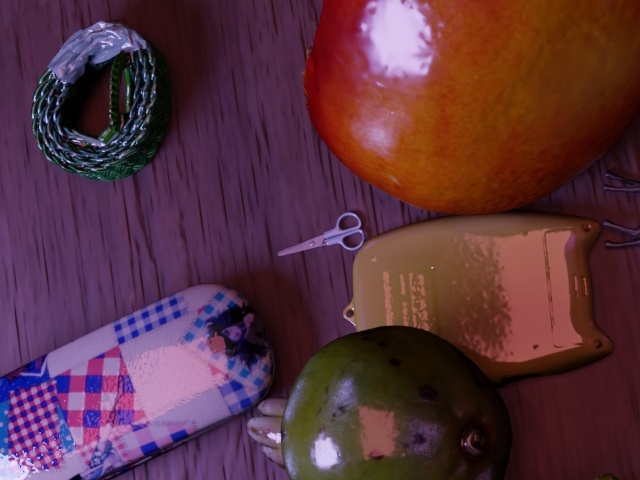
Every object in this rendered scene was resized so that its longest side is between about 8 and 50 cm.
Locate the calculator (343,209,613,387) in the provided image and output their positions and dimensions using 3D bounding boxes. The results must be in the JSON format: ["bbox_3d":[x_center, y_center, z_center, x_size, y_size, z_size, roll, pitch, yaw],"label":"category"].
[{"bbox_3d":[0.134,0.052,1.656,0.237,0.033,0.157,-8,82,13],"label":"calculator"}]

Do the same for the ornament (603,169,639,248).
[{"bbox_3d":[0.309,-0.031,1.635,0.125,0.028,0.073,-3,80,13],"label":"ornament"}]

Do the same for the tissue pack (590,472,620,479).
[{"bbox_3d":[0.211,0.353,1.524,0.200,0.167,0.274,-27,78,7],"label":"tissue pack"}]

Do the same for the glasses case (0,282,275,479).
[{"bbox_3d":[-0.197,0.148,1.688,0.327,0.076,0.125,-26,76,6],"label":"glasses case"}]

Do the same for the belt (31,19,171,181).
[{"bbox_3d":[-0.202,-0.131,1.730,0.121,0.079,0.151,20,85,14],"label":"belt"}]

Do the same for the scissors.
[{"bbox_3d":[0.000,0.000,1.705,0.083,0.006,0.036,-17,77,9],"label":"scissors"}]

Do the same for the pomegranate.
[{"bbox_3d":[0.044,0.168,1.587,0.248,0.202,0.202,-1,80,46],"label":"pomegranate"}]

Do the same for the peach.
[{"bbox_3d":[0.150,-0.163,1.551,0.306,0.380,0.242,-39,73,-23],"label":"peach"}]
